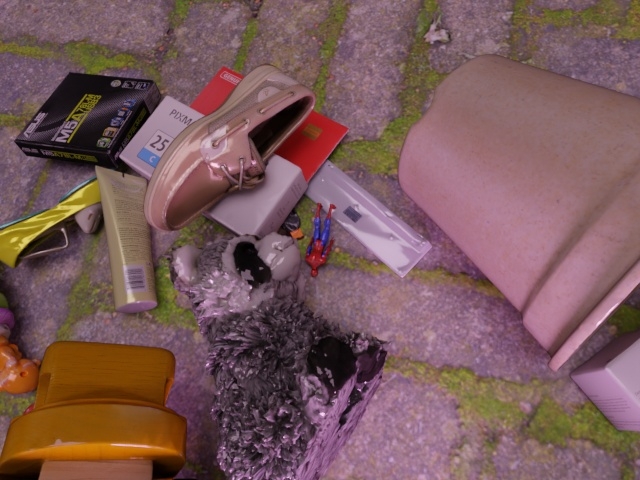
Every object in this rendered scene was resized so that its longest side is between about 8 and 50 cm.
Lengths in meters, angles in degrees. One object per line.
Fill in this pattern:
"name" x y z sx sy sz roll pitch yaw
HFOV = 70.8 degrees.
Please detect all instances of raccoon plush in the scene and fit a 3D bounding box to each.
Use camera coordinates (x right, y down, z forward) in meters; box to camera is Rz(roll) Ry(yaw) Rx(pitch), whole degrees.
"raccoon plush" -0.125 0.197 0.568 0.299 0.216 0.446 27 76 24

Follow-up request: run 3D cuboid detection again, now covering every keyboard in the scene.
"keyboard" 0.058 -0.049 0.727 0.256 0.014 0.072 42 85 19

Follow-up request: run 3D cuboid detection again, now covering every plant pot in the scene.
"plant pot" 0.279 -0.067 0.567 0.334 0.334 0.305 -41 59 -8

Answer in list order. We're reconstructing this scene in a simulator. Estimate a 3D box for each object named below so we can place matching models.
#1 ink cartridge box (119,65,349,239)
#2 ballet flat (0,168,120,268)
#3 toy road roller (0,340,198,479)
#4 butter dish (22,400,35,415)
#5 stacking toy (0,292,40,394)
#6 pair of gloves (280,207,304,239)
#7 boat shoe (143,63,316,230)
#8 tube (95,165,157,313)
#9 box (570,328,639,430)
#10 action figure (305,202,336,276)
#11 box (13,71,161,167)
"ink cartridge box" -0.145 -0.165 0.758 0.296 0.066 0.261 31 79 18
"ballet flat" -0.423 -0.032 0.749 0.231 0.077 0.077 -34 93 -18
"toy road roller" -0.253 0.262 0.499 0.203 0.329 0.240 13 46 -24
"butter dish" -0.336 0.259 0.606 0.160 0.118 0.160 -22 69 0
"stacking toy" -0.535 0.118 0.681 0.302 0.166 0.175 44 37 2
"pair of gloves" -0.073 -0.022 0.733 0.083 0.010 0.074 -24 69 -3
"boat shoe" -0.125 -0.125 0.649 0.098 0.109 0.302 34 75 21
"tube" -0.308 -0.005 0.726 0.062 0.070 0.240 -12 72 -8
"box" 0.393 0.169 0.555 0.102 0.101 0.087 -35 69 -8
"action figure" 0.000 0.000 0.707 0.038 0.030 0.115 8 76 16
"box" -0.412 -0.222 0.813 0.184 0.045 0.190 10 58 8
